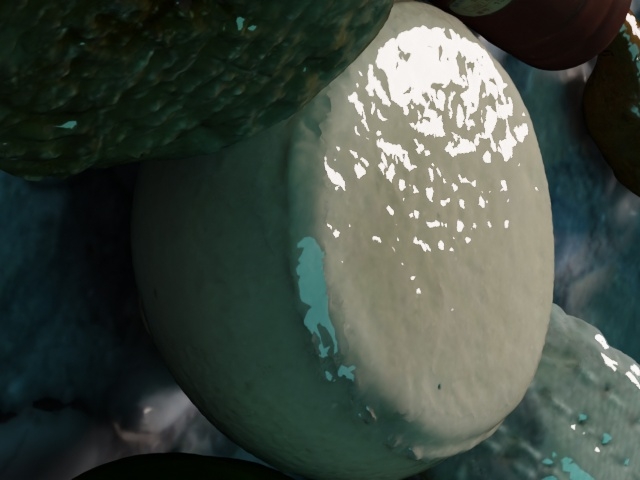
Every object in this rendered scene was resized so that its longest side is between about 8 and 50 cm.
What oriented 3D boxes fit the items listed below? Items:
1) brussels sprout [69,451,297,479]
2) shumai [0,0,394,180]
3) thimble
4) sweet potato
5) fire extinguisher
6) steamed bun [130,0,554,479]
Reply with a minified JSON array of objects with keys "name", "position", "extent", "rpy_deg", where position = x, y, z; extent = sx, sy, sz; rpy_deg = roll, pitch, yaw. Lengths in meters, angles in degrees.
[{"name":"brussels sprout","position":[-0.065,0.275,1.093],"extent":[0.268,0.344,0.344],"rpy_deg":[-25,130,7]},{"name":"shumai","position":[-0.109,-0.210,0.916],"extent":[0.309,0.263,0.304],"rpy_deg":[-35,155,13]},{"name":"thimble","position":[0.127,0.160,1.313],"extent":[0.172,0.205,0.250],"rpy_deg":[-49,117,-31]},{"name":"sweet potato","position":[0.219,-0.105,1.411],"extent":[0.075,0.075,0.269],"rpy_deg":[-46,128,-25]},{"name":"fire extinguisher","position":[0.056,-0.188,1.188],"extent":[0.344,0.102,0.138],"rpy_deg":[23,79,-48]},{"name":"steamed bun","position":[0.000,0.000,1.137],"extent":[0.283,0.177,0.283],"rpy_deg":[10,77,-53]}]
